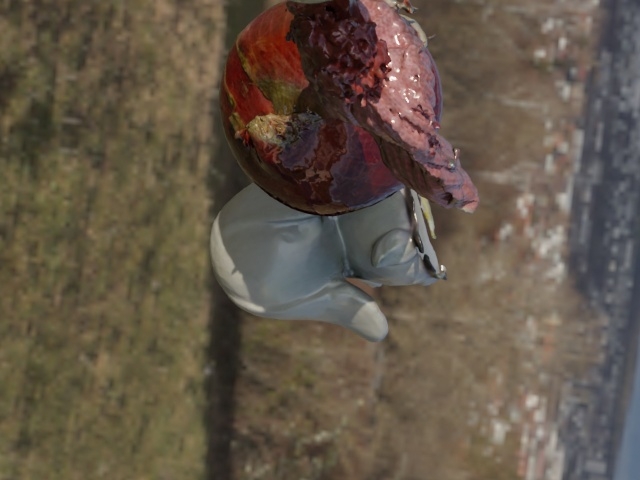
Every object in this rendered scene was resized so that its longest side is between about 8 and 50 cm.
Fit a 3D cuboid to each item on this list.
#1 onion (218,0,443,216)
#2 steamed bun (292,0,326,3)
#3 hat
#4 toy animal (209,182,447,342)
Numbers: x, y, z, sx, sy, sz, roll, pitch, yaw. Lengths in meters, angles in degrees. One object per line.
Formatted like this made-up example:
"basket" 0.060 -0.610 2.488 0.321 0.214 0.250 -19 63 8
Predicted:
"onion" 0.005 -0.132 1.528 0.161 0.248 0.248 -79 169 -46
"steamed bun" 0.006 -0.217 0.977 0.112 0.090 0.130 -103 -156 -46
"hat" 0.044 -0.141 1.197 0.107 0.237 0.286 -39 164 6
"toy animal" 0.017 0.009 1.827 0.249 0.289 0.174 54 15 -8
